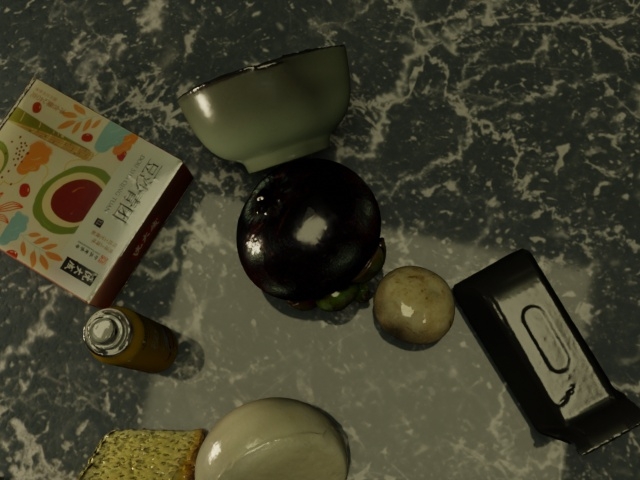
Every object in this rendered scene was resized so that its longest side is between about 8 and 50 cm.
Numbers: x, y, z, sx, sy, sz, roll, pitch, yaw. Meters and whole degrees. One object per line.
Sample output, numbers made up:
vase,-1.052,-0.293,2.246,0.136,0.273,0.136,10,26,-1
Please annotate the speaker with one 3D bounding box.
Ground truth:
speaker,0.430,0.201,1.498,0.180,0.184,0.388,-29,76,-3

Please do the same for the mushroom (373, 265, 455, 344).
mushroom,0.185,0.129,1.561,0.166,0.127,0.166,7,61,-13

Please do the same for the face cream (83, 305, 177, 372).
face cream,-0.353,0.185,1.457,0.105,0.348,0.104,-1,77,3

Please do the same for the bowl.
bowl,-0.090,-0.246,1.569,0.354,0.354,0.185,-18,96,-1

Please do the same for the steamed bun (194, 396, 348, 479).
steamed bun,-0.097,0.403,1.453,0.283,0.283,0.177,-31,38,-4

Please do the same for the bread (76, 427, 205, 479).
bread,-0.317,0.546,1.521,0.249,0.279,0.315,0,120,4

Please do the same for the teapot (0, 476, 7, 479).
teapot,-0.648,0.511,1.559,0.049,0.063,0.083,43,78,-21

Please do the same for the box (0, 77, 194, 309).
box,-0.525,-0.099,1.648,0.385,0.122,0.344,29,80,9

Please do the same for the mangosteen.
mangosteen,-0.009,-0.012,1.537,0.300,0.300,0.300,-1,77,3
